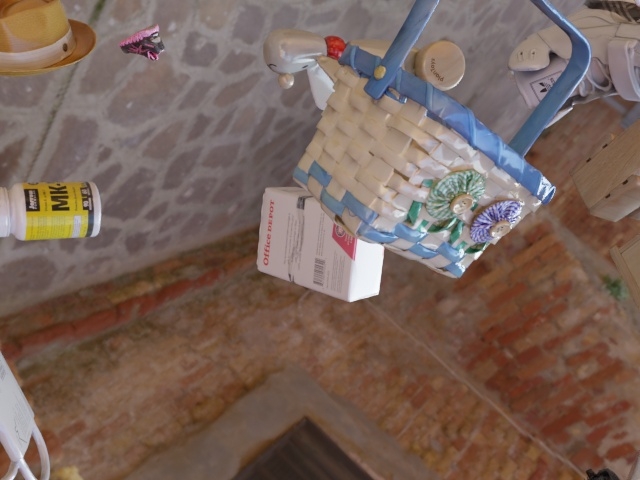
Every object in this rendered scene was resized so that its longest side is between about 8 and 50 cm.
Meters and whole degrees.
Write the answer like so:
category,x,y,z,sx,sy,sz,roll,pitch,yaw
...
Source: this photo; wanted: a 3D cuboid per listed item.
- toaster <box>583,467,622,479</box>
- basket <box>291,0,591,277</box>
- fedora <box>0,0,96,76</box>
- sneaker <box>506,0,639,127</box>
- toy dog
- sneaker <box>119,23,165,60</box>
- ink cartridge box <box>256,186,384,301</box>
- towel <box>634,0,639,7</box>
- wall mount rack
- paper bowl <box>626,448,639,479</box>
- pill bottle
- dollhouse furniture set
category,x,y,z,sx,sy,sz,roll,pitch,yaw
toaster,0.561,0.550,1.451,0.129,0.146,0.227,-28,171,11
basket,0.136,-0.119,0.727,0.255,0.201,0.288,21,102,-45
fedora,-0.420,-0.305,1.056,0.194,0.194,0.079,-36,141,-37
sneaker,0.396,-0.230,1.024,0.210,0.137,0.365,-31,-152,11
toy dog,0.071,-0.260,1.250,0.220,0.334,0.160,-93,-174,-84
sneaker,-0.311,-0.338,1.295,0.047,0.057,0.119,-43,-155,-29
ink cartridge box,0.000,0.000,1.415,0.100,0.237,0.171,-9,110,-50
towel,0.219,-0.174,0.474,0.029,0.144,0.197,-13,145,34
wall mount rack,-0.517,0.260,1.046,0.131,0.349,0.304,-19,-157,-4
paper bowl,0.493,0.390,1.024,0.284,0.148,0.284,-43,145,-42
pill bottle,-0.567,-0.061,1.509,0.209,0.119,0.119,-4,144,-29
dollhouse furniture set,0.500,-0.003,0.824,0.304,0.286,0.198,12,138,-31
